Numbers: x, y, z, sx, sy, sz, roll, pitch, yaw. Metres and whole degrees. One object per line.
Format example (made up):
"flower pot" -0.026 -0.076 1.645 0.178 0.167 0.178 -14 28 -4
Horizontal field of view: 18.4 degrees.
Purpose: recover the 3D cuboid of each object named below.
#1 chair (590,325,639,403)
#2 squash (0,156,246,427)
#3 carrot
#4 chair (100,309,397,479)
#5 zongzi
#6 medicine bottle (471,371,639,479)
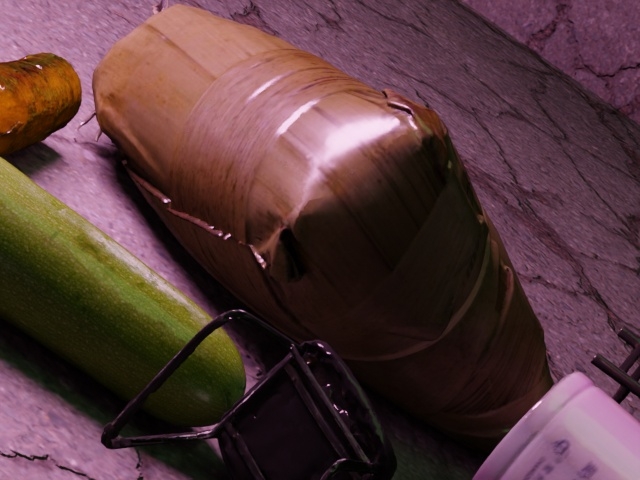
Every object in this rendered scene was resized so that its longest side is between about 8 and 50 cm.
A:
"chair" 0.341 0.222 1.870 0.260 0.141 0.154 37 19 10
"squash" -0.211 0.015 1.447 0.378 0.101 0.101 38 19 -5
"carrot" -0.266 -0.115 1.683 0.082 0.082 0.173 38 17 3
"chair" -0.018 0.149 1.390 0.140 0.145 0.221 56 22 22
"zongzi" -0.010 0.005 1.840 0.500 0.218 0.467 35 -20 47
"medicine bottle" 0.260 0.247 1.641 0.254 0.152 0.152 42 20 17
